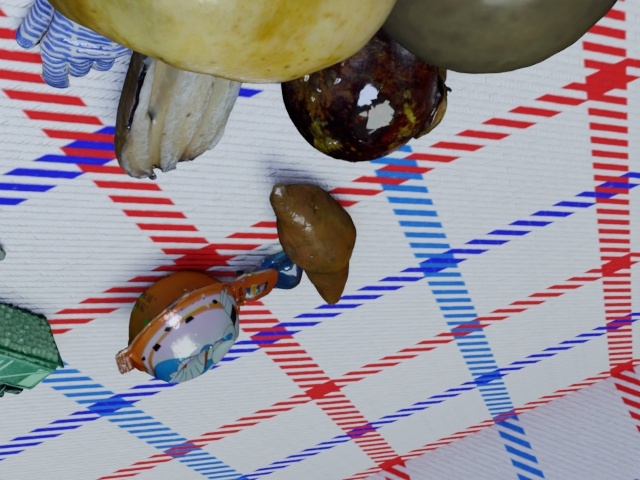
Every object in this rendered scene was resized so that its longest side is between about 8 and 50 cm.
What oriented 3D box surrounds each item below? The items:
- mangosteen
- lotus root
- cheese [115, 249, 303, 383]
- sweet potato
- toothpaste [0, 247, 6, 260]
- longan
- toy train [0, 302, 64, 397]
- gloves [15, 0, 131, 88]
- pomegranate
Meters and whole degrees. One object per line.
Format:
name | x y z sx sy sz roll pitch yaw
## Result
mangosteen | 0.063 -0.183 1.113 0.217 0.192 0.192 5 141 -48
lotus root | -0.157 -0.203 1.067 0.167 0.078 0.329 -27 157 -39
cheese | -0.171 0.108 1.499 0.329 0.129 0.217 -29 159 -21
sweet potato | -0.001 -0.004 1.438 0.112 0.112 0.359 -24 151 7
toothpaste | -0.534 0.044 1.265 0.233 0.038 0.060 -19 152 -8
longan | 0.165 -0.296 0.915 0.297 0.297 0.297 -15 149 -9
toy train | -0.511 0.152 1.385 0.154 0.115 0.269 -39 146 14
gloves | -0.231 -0.231 0.967 0.119 0.097 0.229 27 138 -13
pomegranate | -0.076 -0.285 0.746 0.332 0.332 0.332 -15 149 -9
